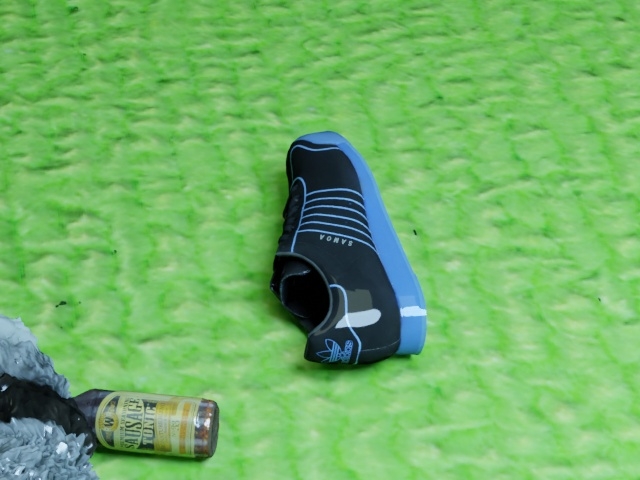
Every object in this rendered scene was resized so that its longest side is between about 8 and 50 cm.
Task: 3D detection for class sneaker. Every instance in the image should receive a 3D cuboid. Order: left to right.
[{"bbox_3d":[0.000,0.000,1.140,0.090,0.081,0.232,-6,41,-19],"label":"sneaker"}]

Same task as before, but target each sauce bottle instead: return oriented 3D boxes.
[{"bbox_3d":[-0.133,0.121,1.026,0.128,0.042,0.042,3,40,5],"label":"sauce bottle"}]

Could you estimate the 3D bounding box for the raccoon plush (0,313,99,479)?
[{"bbox_3d":[-0.229,0.128,0.789,0.216,0.299,0.446,-29,43,-9],"label":"raccoon plush"}]
